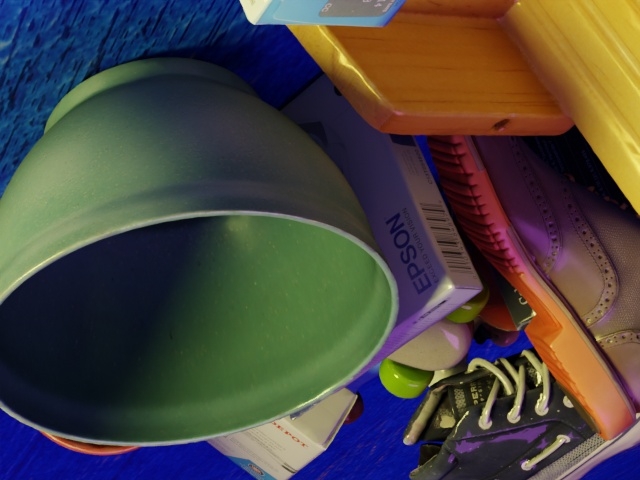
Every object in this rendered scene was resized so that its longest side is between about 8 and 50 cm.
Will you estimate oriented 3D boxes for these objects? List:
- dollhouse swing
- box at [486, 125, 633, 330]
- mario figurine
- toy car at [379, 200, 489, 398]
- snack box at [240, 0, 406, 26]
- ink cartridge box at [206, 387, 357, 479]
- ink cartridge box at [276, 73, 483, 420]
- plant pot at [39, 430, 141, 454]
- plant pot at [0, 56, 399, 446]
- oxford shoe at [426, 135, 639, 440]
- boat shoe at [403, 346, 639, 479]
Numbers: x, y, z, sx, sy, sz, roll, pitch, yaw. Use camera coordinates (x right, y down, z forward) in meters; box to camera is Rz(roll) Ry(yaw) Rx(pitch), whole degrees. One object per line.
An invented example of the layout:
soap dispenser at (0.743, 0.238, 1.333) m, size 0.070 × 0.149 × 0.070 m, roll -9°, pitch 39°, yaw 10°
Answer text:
dollhouse swing at (0.205, -0.135, 0.867) m, size 0.315 × 0.305 × 0.347 m, roll -3°, pitch 152°, yaw -36°
box at (0.369, -0.052, 1.345) m, size 0.312 × 0.179 × 0.343 m, roll -37°, pitch 152°, yaw 32°
mario figurine at (0.132, 0.107, 1.485) m, size 0.170 × 0.198 × 0.320 m, roll 14°, pitch 145°, yaw -34°
toy car at (0.089, 0.027, 1.311) m, size 0.148 × 0.188 × 0.155 m, roll 25°, pitch 135°, yaw -4°
snack box at (-0.015, -0.248, 0.405) m, size 0.060 × 0.322 × 0.187 m, roll -7°, pitch 154°, yaw -37°
ink cartridge box at (-0.061, 0.190, 1.512) m, size 0.082 × 0.139 × 0.191 m, roll -54°, pitch -178°, yaw -32°
ink cartridge box at (0.000, 0.000, 1.087) m, size 0.045 × 0.223 × 0.224 m, roll 6°, pitch 144°, yaw -47°
plant pot at (-0.177, 0.090, 1.177) m, size 0.191 × 0.191 × 0.174 m, roll -12°, pitch 160°, yaw -20°
plant pot at (-0.108, -0.006, 0.981) m, size 0.293 × 0.196 × 0.293 m, roll -10°, pitch 145°, yaw -7°
oxford shoe at (0.202, -0.012, 1.148) m, size 0.132 × 0.364 × 0.130 m, roll -32°, pitch -165°, yaw -1°
boat shoe at (0.214, 0.147, 1.287) m, size 0.158 × 0.127 × 0.341 m, roll 14°, pitch 131°, yaw -25°
